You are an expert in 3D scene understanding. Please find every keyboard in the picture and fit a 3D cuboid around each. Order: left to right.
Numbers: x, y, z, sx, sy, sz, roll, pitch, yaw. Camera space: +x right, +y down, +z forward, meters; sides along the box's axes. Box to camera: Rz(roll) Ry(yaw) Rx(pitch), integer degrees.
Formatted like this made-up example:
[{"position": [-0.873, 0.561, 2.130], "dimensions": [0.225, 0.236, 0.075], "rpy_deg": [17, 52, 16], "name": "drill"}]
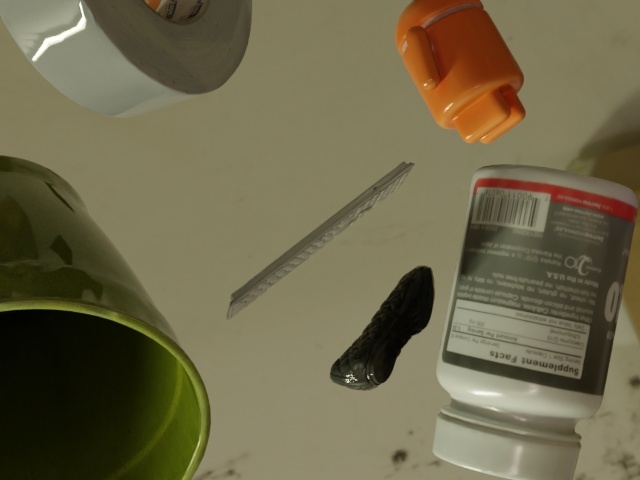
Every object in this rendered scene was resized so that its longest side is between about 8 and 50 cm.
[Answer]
[{"position": [0.000, 0.000, 1.145], "dimensions": [0.014, 0.256, 0.072], "rpy_deg": [48, 163, 13], "name": "keyboard"}]

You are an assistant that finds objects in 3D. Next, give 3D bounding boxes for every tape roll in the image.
[{"position": [-0.142, -0.204, 0.774], "dimensions": [0.219, 0.072, 0.219], "rpy_deg": [26, -122, -53], "name": "tape roll"}]

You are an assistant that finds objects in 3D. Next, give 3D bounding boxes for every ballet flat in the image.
[{"position": [0.062, 0.072, 0.954], "dimensions": [0.173, 0.049, 0.057], "rpy_deg": [-47, -52, -49], "name": "ballet flat"}]

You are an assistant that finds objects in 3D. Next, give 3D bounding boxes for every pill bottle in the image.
[{"position": [0.202, 0.080, 1.021], "dimensions": [0.161, 0.161, 0.283], "rpy_deg": [18, -97, -71], "name": "pill bottle"}]

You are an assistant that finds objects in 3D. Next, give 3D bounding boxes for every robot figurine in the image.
[{"position": [0.175, -0.232, 1.352], "dimensions": [0.219, 0.158, 0.128], "rpy_deg": [64, 163, 15], "name": "robot figurine"}]

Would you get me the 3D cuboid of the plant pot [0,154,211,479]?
[{"position": [-0.332, 0.096, 1.108], "dimensions": [0.366, 0.366, 0.353], "rpy_deg": [53, -173, -41], "name": "plant pot"}]
